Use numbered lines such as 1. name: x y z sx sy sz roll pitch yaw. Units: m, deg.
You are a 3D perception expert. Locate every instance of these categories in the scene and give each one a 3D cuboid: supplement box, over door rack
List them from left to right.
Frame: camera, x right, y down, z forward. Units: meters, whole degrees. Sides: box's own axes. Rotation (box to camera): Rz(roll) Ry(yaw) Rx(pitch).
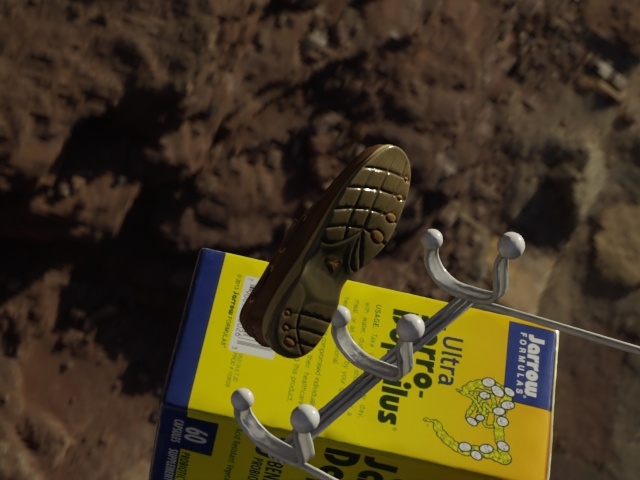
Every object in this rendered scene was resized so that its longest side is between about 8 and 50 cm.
1. supplement box: 0.028 0.172 1.557 0.356 0.194 0.195 12 49 -2
2. over door rack: 0.108 0.112 1.208 0.239 0.108 0.324 -39 39 -21

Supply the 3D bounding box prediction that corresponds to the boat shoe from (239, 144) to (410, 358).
1. boat shoe: 0.000 0.001 1.181 0.178 0.060 0.064 -57 132 -13
